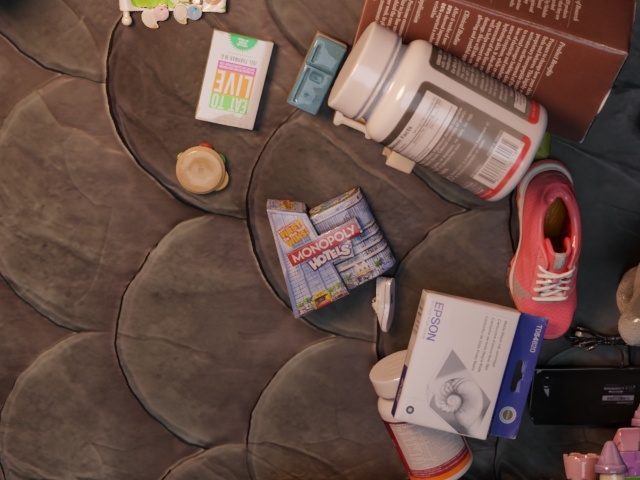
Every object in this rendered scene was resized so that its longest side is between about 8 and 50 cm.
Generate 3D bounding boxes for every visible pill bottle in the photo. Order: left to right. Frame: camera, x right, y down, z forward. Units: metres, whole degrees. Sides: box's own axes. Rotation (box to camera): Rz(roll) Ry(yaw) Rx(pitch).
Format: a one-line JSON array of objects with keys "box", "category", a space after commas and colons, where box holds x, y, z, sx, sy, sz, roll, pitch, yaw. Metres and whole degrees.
[{"box": [0.171, 0.306, 2.076, 0.121, 0.121, 0.221, -23, 109, 6], "category": "pill bottle"}, {"box": [0.165, -0.186, 1.724, 0.283, 0.161, 0.161, 28, 106, -10], "category": "pill bottle"}]

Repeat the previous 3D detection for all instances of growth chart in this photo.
[{"box": [-0.204, -0.421, 1.856, 0.237, 0.021, 0.172, -10, 111, 2], "category": "growth chart"}]

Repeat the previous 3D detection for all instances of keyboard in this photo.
[{"box": [0.523, 0.236, 2.113, 0.317, 0.033, 0.202, 0, 116, -3], "category": "keyboard"}]

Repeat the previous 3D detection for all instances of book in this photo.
[{"box": [-0.137, -0.256, 1.914, 0.096, 0.035, 0.144, 11, 108, -10], "category": "book"}]

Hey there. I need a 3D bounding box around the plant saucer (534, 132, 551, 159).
[{"box": [0.286, -0.215, 1.935, 0.188, 0.045, 0.188, -1, 110, -2], "category": "plant saucer"}]

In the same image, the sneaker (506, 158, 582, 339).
[{"box": [0.371, 0.032, 1.978, 0.115, 0.136, 0.314, -5, 110, 0], "category": "sneaker"}]

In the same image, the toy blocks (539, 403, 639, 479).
[{"box": [0.542, 0.397, 2.088, 0.288, 0.309, 0.260, 1, 85, -14], "category": "toy blocks"}]

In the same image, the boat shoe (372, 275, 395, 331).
[{"box": [0.105, 0.107, 2.053, 0.035, 0.035, 0.100, 11, 116, 23], "category": "boat shoe"}]

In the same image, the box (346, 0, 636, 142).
[{"box": [0.250, -0.306, 1.783, 0.381, 0.143, 0.191, 20, 141, 2], "category": "box"}]

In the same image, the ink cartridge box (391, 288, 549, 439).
[{"box": [0.250, 0.210, 1.980, 0.223, 0.045, 0.223, 12, 97, -9], "category": "ink cartridge box"}]

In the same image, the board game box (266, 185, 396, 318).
[{"box": [0.000, 0.000, 1.993, 0.194, 0.060, 0.194, -26, 109, 7], "category": "board game box"}]

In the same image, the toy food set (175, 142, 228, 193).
[{"box": [-0.194, -0.116, 1.965, 0.083, 0.020, 0.083, -11, 109, 2], "category": "toy food set"}]

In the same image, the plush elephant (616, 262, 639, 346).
[{"box": [0.625, 0.090, 1.961, 0.271, 0.330, 0.255, -15, 133, 17], "category": "plush elephant"}]

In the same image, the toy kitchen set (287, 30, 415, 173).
[{"box": [0.066, -0.215, 1.862, 0.207, 0.166, 0.122, 22, 108, -10], "category": "toy kitchen set"}]
